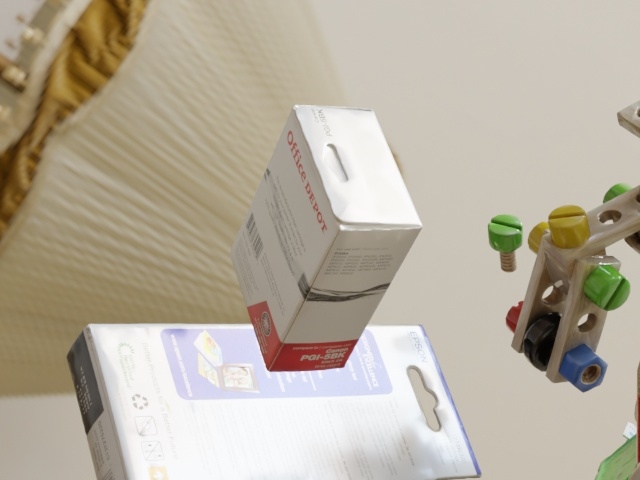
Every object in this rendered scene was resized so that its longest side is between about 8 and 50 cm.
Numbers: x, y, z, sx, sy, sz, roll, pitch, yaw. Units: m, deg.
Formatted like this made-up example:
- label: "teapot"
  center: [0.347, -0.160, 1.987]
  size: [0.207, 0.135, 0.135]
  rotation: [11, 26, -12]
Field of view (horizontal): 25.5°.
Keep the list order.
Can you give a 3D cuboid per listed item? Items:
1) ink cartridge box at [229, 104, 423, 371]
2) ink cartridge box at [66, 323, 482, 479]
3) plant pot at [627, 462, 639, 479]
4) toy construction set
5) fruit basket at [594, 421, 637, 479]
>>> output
- label: "ink cartridge box"
  center: [0.000, 0.000, 0.846]
  size: [0.135, 0.056, 0.099]
  rotation: [117, -36, -44]
- label: "ink cartridge box"
  center: [-0.037, 0.162, 1.295]
  size: [0.069, 0.370, 0.176]
  rotation: [-53, -133, 44]
- label: "plant pot"
  center: [0.309, 0.327, 1.099]
  size: [0.323, 0.323, 0.280]
  rotation: [-26, -137, 62]
- label: "toy construction set"
  center: [0.284, 0.012, 1.245]
  size: [0.257, 0.237, 0.309]
  rotation: [-6, -141, 5]
- label: "fruit basket"
  center: [0.492, 0.420, 1.820]
  size: [0.165, 0.353, 0.327]
  rotation: [-38, 180, 23]
